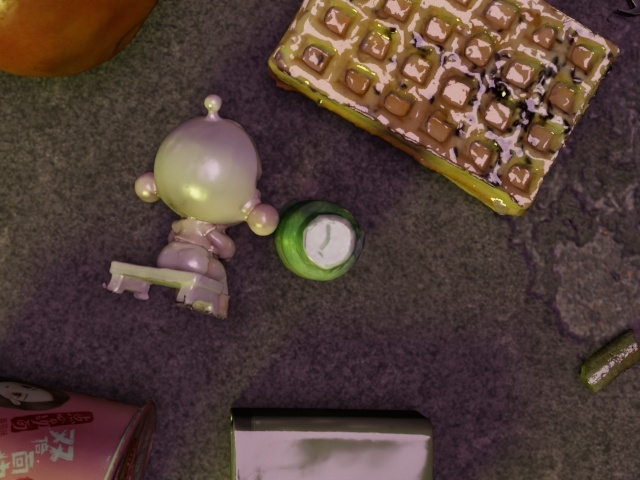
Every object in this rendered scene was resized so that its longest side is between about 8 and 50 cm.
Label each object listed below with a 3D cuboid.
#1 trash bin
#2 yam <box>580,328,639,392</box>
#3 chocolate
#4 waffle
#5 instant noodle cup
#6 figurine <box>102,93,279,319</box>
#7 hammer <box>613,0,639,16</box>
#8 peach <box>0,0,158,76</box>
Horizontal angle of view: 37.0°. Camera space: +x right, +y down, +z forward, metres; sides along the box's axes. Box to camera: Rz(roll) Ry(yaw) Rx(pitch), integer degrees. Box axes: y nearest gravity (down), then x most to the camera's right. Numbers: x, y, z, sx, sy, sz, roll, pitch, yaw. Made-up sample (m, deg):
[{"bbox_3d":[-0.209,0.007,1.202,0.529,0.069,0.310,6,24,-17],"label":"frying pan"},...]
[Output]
[{"bbox_3d":[0.009,0.285,1.162,0.241,0.122,0.164,-1,88,-7],"label":"trash bin"},{"bbox_3d":[0.378,0.155,1.237,0.094,0.043,0.043,-34,92,-4],"label":"yam"},{"bbox_3d":[0.000,0.000,1.081,0.110,0.291,0.110,0,91,-3],"label":"chocolate"},{"bbox_3d":[0.148,-0.220,1.189,0.376,0.114,0.261,31,85,-4],"label":"waffle"},{"bbox_3d":[-0.332,0.264,1.079,0.231,0.243,0.242,17,87,1],"label":"instant noodle cup"},{"bbox_3d":[-0.153,-0.043,1.146,0.145,0.182,0.256,15,84,-40],"label":"figurine"},{"bbox_3d":[0.372,-0.371,1.265,0.062,0.017,0.182,-39,91,-5],"label":"hammer"},{"bbox_3d":[-0.315,-0.354,1.055,0.343,0.301,0.342,0,89,-4],"label":"peach"}]
